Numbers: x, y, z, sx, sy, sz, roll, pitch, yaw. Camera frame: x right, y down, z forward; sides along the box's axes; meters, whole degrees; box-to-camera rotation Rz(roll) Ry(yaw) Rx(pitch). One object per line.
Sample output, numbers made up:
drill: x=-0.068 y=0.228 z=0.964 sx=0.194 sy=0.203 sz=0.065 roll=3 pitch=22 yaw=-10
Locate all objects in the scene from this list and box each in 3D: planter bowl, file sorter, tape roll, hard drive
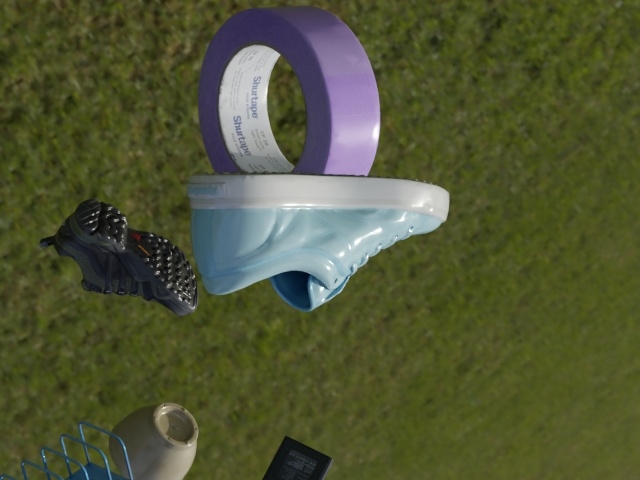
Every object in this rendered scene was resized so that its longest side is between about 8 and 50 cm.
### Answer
planter bowl: x=-0.293 y=0.366 z=2.188 sx=0.162 sy=0.162 sz=0.109 roll=-2 pitch=142 yaw=-49
file sorter: x=-0.390 y=0.373 z=1.837 sx=0.170 sy=0.118 sz=0.104 roll=-33 pitch=126 yaw=-42
tape roll: x=-0.047 y=-0.171 z=1.570 sx=0.090 sy=0.274 sz=0.274 roll=-12 pitch=146 yaw=-40
hard drive: x=-0.050 y=0.415 z=2.031 sx=0.135 sy=0.094 sz=0.022 roll=-61 pitch=165 yaw=-19

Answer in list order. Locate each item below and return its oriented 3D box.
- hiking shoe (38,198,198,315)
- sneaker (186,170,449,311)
hiking shoe: x=-0.268 y=0.036 z=1.620 sx=0.114 sy=0.086 sz=0.227 roll=-31 pitch=122 yaw=31
sneaker: x=0.000 y=0.000 z=1.307 sx=0.366 sy=0.135 sz=0.150 roll=-1 pitch=95 yaw=-41
